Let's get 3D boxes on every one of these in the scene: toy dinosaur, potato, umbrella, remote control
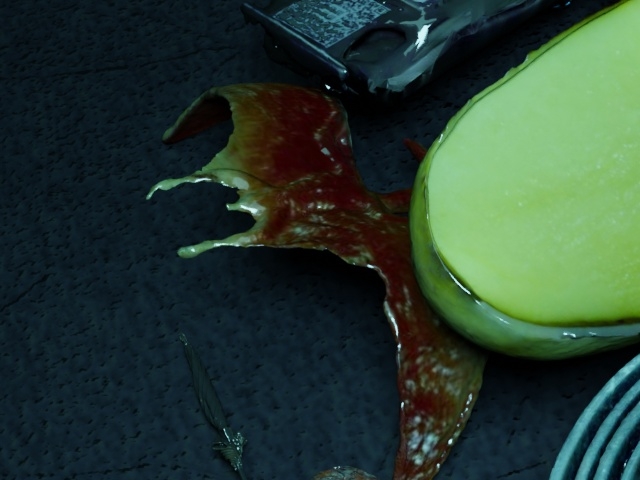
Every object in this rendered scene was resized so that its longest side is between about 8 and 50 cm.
[{"bbox_3d":[-0.010,-0.003,1.074,0.327,0.113,0.206,33,37,25],"label":"toy dinosaur"},{"bbox_3d":[0.154,-0.024,0.970,0.272,0.111,0.160,-36,80,-27],"label":"potato"},{"bbox_3d":[-0.059,0.097,1.032,0.022,0.022,0.149,8,37,-28],"label":"umbrella"},{"bbox_3d":[0.140,-0.200,1.195,0.399,0.062,0.144,-32,46,-25],"label":"remote control"}]

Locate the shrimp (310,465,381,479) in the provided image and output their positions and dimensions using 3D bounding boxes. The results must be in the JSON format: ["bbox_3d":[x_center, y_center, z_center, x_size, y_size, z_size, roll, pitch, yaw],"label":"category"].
[{"bbox_3d":[0.036,0.189,0.886,0.073,0.075,0.190,3,51,-26],"label":"shrimp"}]

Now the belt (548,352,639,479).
[{"bbox_3d":[0.212,0.135,0.848,0.206,0.116,0.267,1,51,23],"label":"belt"}]
